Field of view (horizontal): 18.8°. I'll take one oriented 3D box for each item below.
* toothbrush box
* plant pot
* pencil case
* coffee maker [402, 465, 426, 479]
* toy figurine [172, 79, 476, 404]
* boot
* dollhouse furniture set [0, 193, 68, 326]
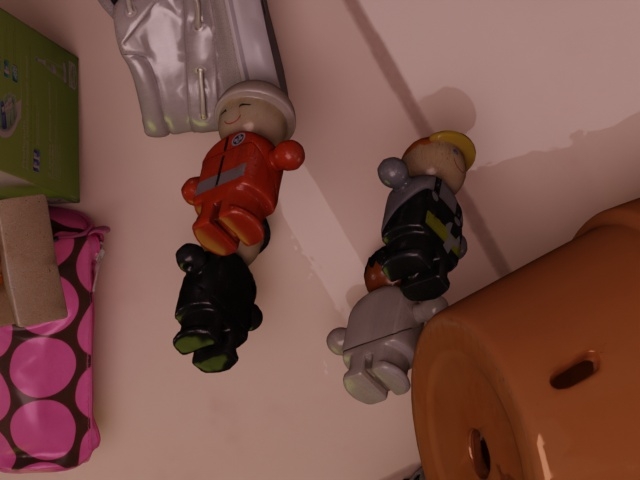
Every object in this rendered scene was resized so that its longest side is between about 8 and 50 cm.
[{"bbox_3d":[-0.306,-0.094,1.378,0.206,0.283,0.122,-2,84,8],"label":"toothbrush box"},{"bbox_3d":[0.193,0.122,1.335,0.203,0.291,0.290,-12,106,-20],"label":"plant pot"},{"bbox_3d":[-0.216,0.080,1.529,0.098,0.095,0.209,2,109,-2],"label":"pencil case"},{"bbox_3d":[0.124,0.263,1.482,0.120,0.178,0.171,-39,95,19],"label":"coffee maker"},{"bbox_3d":[0.000,0.000,1.419,0.210,0.148,0.213,11,138,0],"label":"toy figurine"},{"bbox_3d":[-0.109,-0.199,1.425,0.123,0.095,0.258,-11,105,4],"label":"boot"},{"bbox_3d":[-0.352,0.014,1.400,0.262,0.259,0.135,-7,93,51],"label":"dollhouse furniture set"}]
